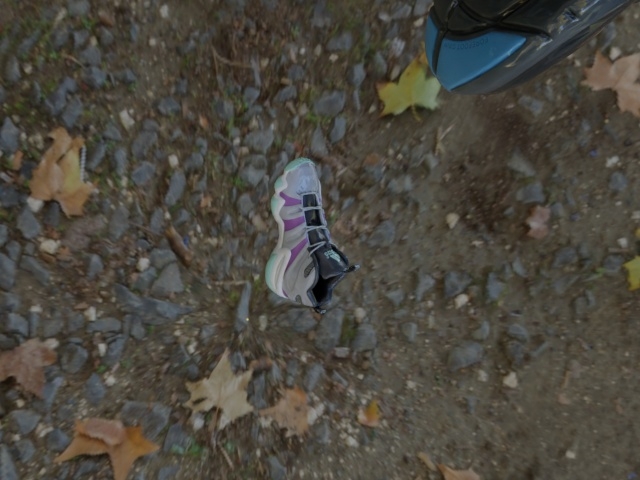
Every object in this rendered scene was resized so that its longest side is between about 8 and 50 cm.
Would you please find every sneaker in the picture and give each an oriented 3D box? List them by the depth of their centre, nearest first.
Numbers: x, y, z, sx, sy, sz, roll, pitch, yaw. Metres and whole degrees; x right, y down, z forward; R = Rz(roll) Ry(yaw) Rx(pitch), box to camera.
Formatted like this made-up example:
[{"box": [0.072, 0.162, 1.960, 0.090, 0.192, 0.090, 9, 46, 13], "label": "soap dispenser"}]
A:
[{"box": [0.215, -0.201, 0.476, 0.341, 0.139, 0.125, -42, 50, 22], "label": "sneaker"}, {"box": [0.000, 0.000, 0.508, 0.038, 0.069, 0.098, -16, 121, -40], "label": "sneaker"}]
